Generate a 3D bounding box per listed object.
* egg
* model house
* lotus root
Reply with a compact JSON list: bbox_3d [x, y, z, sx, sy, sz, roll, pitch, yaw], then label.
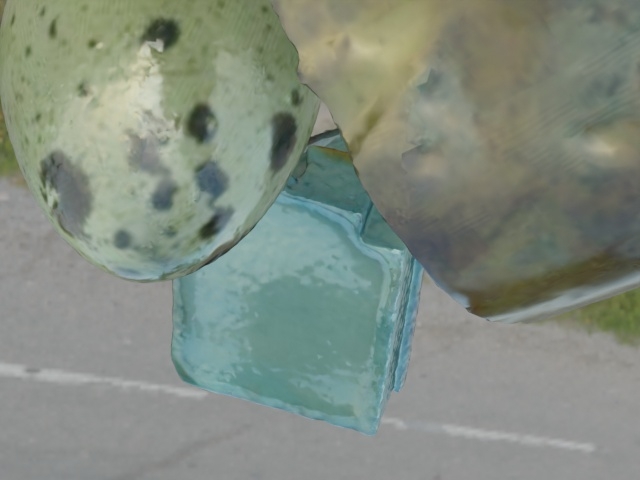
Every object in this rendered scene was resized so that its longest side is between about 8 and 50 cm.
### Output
[{"bbox_3d":[-0.086,-0.083,0.649,0.177,0.228,0.177,3,154,1],"label":"egg"},{"bbox_3d":[0.000,0.000,1.204,0.230,0.249,0.280,14,127,9],"label":"model house"},{"bbox_3d":[0.111,-0.126,0.332,0.260,0.267,0.149,-23,-177,34],"label":"lotus root"}]
